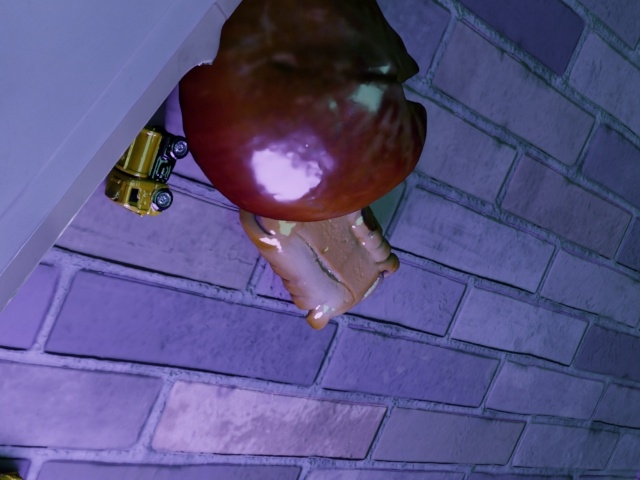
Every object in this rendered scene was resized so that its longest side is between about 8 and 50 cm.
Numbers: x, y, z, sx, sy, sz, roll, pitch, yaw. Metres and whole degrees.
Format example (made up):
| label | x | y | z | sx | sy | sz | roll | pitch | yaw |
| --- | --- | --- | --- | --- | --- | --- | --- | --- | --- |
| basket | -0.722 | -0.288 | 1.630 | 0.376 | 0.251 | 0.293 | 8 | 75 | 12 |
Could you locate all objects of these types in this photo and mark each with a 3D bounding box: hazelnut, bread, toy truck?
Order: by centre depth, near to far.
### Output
| label | x | y | z | sx | sy | sz | roll | pitch | yaw |
| --- | --- | --- | --- | --- | --- | --- | --- | --- | --- |
| hazelnut | -0.017 | -0.140 | 0.785 | 0.217 | 0.217 | 0.251 | -22 | 100 | -35 |
| toy truck | -0.163 | -0.065 | 0.811 | 0.054 | 0.049 | 0.083 | 12 | 101 | -45 |
| bread | 0.000 | 0.000 | 0.975 | 0.134 | 0.081 | 0.225 | -42 | 136 | -13 |

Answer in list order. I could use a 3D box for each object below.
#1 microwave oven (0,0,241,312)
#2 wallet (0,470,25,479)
| label | x | y | z | sx | sy | sz | roll | pitch | yaw |
| --- | --- | --- | --- | --- | --- | --- | --- | --- | --- |
| microwave oven | -0.247 | -0.159 | 0.542 | 0.355 | 0.218 | 0.286 | -54 | 151 | -8 |
| wallet | -0.372 | 0.241 | 0.763 | 0.141 | 0.067 | 0.241 | -60 | 142 | -9 |
